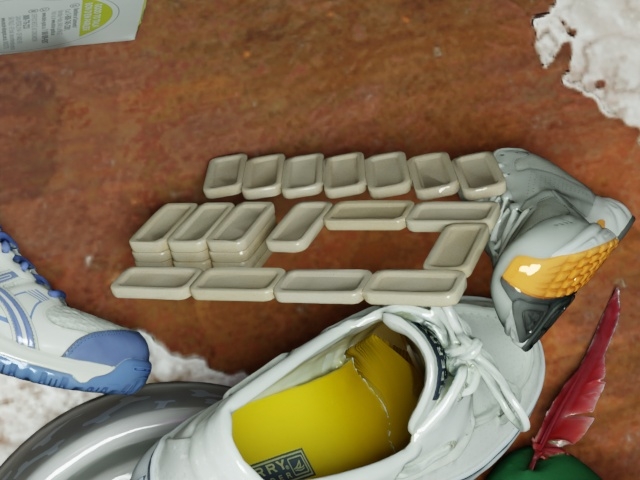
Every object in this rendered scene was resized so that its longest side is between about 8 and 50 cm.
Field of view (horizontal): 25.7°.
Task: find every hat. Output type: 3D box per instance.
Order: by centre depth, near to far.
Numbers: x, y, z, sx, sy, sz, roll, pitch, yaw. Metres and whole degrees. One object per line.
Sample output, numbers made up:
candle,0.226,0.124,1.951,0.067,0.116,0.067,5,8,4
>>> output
hat,0.139,0.161,1.029,0.208,0.173,0.183,0,47,-29

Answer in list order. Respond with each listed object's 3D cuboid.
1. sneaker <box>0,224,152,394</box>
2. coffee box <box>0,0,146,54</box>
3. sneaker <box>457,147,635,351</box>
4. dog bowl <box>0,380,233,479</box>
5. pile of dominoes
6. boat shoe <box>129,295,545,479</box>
sneaker,-0.245,0.014,0.953,0.296,0.112,0.131,21,78,-7
coffee box,-0.285,-0.310,0.878,0.334,0.338,0.337,-9,84,-12
sneaker,0.136,-0.007,0.971,0.121,0.262,0.099,39,105,8
dog bowl,-0.089,0.267,0.948,0.349,0.102,0.349,2,81,-11
pile of dominoes,0.000,0.000,0.935,0.251,0.196,0.040,1,120,24
boat shoe,0.053,0.089,0.895,0.367,0.156,0.136,-14,67,-44
